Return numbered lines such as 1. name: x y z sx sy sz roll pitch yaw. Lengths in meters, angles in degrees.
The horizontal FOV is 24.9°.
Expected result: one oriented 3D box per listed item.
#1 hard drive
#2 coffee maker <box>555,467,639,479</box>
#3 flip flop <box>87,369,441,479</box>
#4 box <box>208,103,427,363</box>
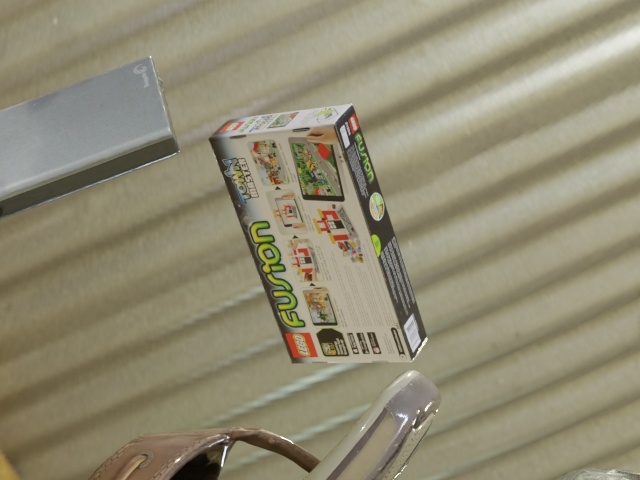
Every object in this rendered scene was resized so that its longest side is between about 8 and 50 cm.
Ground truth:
1. hard drive: -0.161 -0.065 0.929 0.135 0.094 0.022 -20 -49 0
2. coffee maker: 0.110 0.153 0.614 0.171 0.178 0.120 31 -81 17
3. flip flop: -0.074 0.126 0.585 0.277 0.112 0.080 -33 -97 19
4. box: 0.000 0.000 1.119 0.114 0.036 0.207 -3 -62 31
